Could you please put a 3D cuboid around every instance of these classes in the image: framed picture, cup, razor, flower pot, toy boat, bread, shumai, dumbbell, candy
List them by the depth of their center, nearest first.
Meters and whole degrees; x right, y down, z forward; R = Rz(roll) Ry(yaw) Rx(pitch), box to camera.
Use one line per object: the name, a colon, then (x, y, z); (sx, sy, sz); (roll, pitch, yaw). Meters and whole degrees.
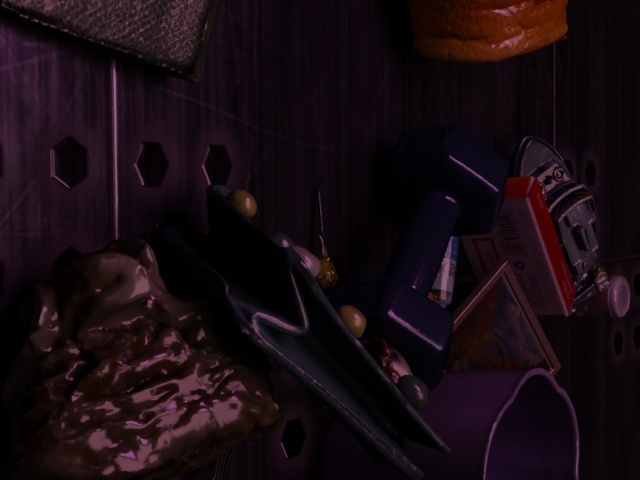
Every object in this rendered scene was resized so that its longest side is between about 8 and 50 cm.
shumai: (-0.176, 0.114, 1.035); (0.255, 0.189, 0.218); (-18, 88, -38)
razor: (-0.078, 0.179, 1.260); (0.068, 0.037, 0.191); (52, 48, -29)
candy: (0.000, 0.000, 1.380); (0.035, 0.035, 0.123); (14, 72, -60)
flower pot: (0.142, 0.273, 1.405); (0.265, 0.243, 0.265); (-2, 93, -58)
dumbbell: (0.115, 0.016, 1.421); (0.160, 0.144, 0.325); (33, 55, -11)
bread: (0.217, -0.316, 1.543); (0.269, 0.195, 0.143); (-32, 126, -47)
framed picture: (0.242, 0.168, 1.689); (0.184, 0.016, 0.250); (-46, 131, -17)
toy boat: (0.350, -0.027, 1.804); (0.114, 0.122, 0.296); (-35, 119, -22)
cup: (0.451, 0.100, 1.970); (0.074, 0.099, 0.102); (-60, 136, -34)

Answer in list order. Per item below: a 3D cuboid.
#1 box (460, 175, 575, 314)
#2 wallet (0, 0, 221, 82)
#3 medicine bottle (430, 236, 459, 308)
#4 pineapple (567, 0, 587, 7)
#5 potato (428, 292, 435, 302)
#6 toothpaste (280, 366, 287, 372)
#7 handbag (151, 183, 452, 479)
box: (0.270, 0.016, 1.689); (0.050, 0.123, 0.229); (-60, 136, -41)
wallet: (-0.183, -0.247, 1.087); (0.236, 0.055, 0.160); (15, 82, -48)
medicine bottle: (0.155, 0.018, 1.583); (0.051, 0.051, 0.191); (23, 71, -53)
pineapple: (0.375, -0.484, 1.833); (0.128, 0.128, 0.248); (28, 64, -52)
potato: (0.111, 0.087, 1.512); (0.083, 0.062, 0.068); (-16, 135, -31)
toothpaste: (-0.026, 0.110, 1.358); (0.024, 0.015, 0.083); (64, 37, -44)
handbag: (-0.014, 0.074, 1.128); (0.100, 0.268, 0.274); (-46, 117, -5)
